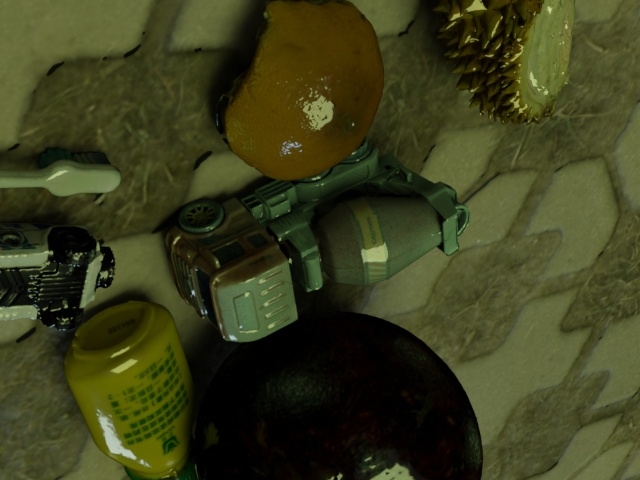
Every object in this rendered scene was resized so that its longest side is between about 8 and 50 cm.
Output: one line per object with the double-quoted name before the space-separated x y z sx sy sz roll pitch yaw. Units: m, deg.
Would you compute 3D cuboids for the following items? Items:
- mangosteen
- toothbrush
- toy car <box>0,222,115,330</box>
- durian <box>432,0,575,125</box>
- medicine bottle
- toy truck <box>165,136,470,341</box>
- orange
"mangosteen" 0.019 0.197 1.117 0.288 0.288 0.288 -21 132 -25
"toothbrush" -0.337 -0.050 0.825 0.418 0.040 0.042 -3 125 -37
"toy car" -0.249 0.026 0.929 0.170 0.070 0.080 -4 123 -34
"durian" 0.170 -0.215 1.037 0.138 0.183 0.250 -5 138 10
"medicine bottle" -0.163 0.189 1.117 0.111 0.076 0.309 -31 135 -22
"toy truck" 0.000 0.000 1.053 0.256 0.140 0.108 -26 135 -20
"orange" -0.008 -0.125 0.983 0.160 0.112 0.170 -33 148 -15
